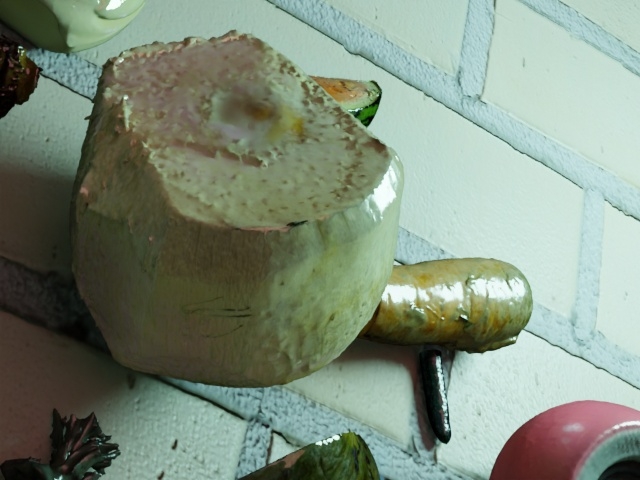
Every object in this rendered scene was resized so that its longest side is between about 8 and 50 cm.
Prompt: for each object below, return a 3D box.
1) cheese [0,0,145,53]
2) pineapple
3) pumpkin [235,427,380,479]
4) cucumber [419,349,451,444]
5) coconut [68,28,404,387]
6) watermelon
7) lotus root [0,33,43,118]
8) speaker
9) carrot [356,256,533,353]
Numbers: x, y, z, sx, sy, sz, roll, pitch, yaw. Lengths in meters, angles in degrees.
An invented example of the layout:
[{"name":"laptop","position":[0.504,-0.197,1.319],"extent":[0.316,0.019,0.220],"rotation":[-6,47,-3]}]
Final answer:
[{"name":"cheese","position":[-0.348,-0.374,1.517],"extent":[0.266,0.127,0.233],"rotation":[39,50,-13]},{"name":"pineapple","position":[-0.300,0.278,1.225],"extent":[0.125,0.125,0.251],"rotation":[47,39,-5]},{"name":"pumpkin","position":[-0.005,0.315,1.353],"extent":[0.312,0.169,0.148],"rotation":[-17,74,-39]},{"name":"cucumber","position":[0.160,0.218,1.613],"extent":[0.032,0.032,0.133],"rotation":[8,63,-31]},{"name":"coconut","position":[-0.102,-0.007,1.357],"extent":[0.405,0.404,0.404],"rotation":[16,58,-27]},{"name":"watermelon","position":[-0.003,-0.202,1.714],"extent":[0.245,0.063,0.119],"rotation":[-6,51,-31]},{"name":"lotus root","position":[-0.482,-0.197,1.322],"extent":[0.314,0.141,0.169],"rotation":[6,60,-22]},{"name":"speaker","position":[0.360,0.364,1.519],"extent":[0.294,0.294,0.294],"rotation":[16,58,-27]},{"name":"carrot","position":[0.159,0.084,1.613],"extent":[0.302,0.139,0.138],"rotation":[7,62,-35]}]
